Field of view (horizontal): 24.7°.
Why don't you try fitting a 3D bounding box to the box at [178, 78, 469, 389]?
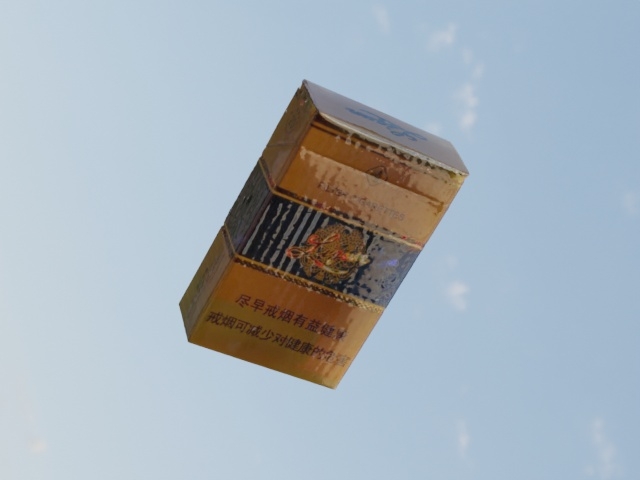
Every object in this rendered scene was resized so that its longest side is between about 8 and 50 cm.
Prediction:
[{"bbox_3d":[0.000,0.000,1.237,0.237,0.152,0.070,-61,-155,19],"label":"box"}]
